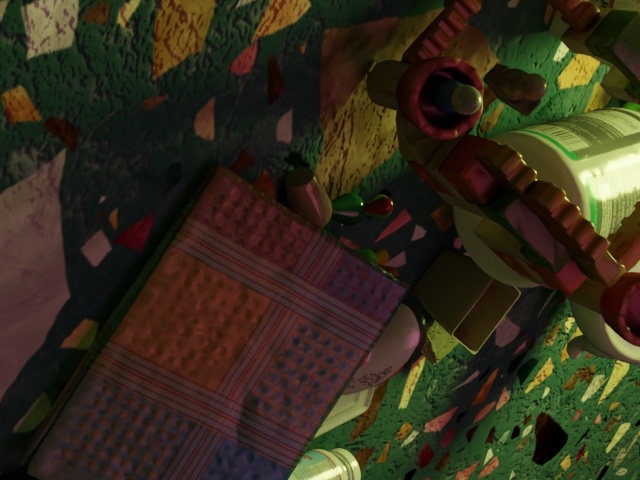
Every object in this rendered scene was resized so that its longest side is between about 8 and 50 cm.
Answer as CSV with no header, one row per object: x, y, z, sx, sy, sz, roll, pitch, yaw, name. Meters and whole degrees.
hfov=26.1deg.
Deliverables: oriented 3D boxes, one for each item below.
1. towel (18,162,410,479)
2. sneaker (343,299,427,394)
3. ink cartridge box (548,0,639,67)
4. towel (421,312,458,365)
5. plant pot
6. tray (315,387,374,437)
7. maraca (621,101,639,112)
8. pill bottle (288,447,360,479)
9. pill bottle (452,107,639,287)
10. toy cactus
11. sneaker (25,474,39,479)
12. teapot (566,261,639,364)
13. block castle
-0.106,0.137,1.453,0.271,0.040,0.370,32,91,-23,towel
-0.020,0.139,1.543,0.270,0.090,0.145,-22,169,23,sneaker
0.393,-0.321,1.729,0.128,0.127,0.176,-19,136,-43,ink cartridge box
0.193,0.106,1.989,0.148,0.027,0.110,-46,148,-10,towel
0.192,0.074,1.885,0.109,0.096,0.109,-52,150,-1,plant pot
-0.008,0.218,1.822,0.270,0.030,0.145,-21,136,-43,tray
0.519,-0.234,2.031,0.185,0.099,0.127,-41,157,33,maraca
-0.021,0.332,1.862,0.160,0.087,0.087,-12,130,-49,pill bottle
0.360,-0.070,1.866,0.361,0.204,0.204,-15,133,-46,pill bottle
0.000,0.000,1.558,0.219,0.112,0.180,-33,135,-15,toy cactus
-0.307,0.258,1.424,0.084,0.058,0.152,-49,143,-21,sneaker
0.498,0.060,2.221,0.256,0.187,0.253,-30,118,-7,teapot
0.297,-0.118,1.529,0.453,0.213,0.303,43,85,-25,block castle
